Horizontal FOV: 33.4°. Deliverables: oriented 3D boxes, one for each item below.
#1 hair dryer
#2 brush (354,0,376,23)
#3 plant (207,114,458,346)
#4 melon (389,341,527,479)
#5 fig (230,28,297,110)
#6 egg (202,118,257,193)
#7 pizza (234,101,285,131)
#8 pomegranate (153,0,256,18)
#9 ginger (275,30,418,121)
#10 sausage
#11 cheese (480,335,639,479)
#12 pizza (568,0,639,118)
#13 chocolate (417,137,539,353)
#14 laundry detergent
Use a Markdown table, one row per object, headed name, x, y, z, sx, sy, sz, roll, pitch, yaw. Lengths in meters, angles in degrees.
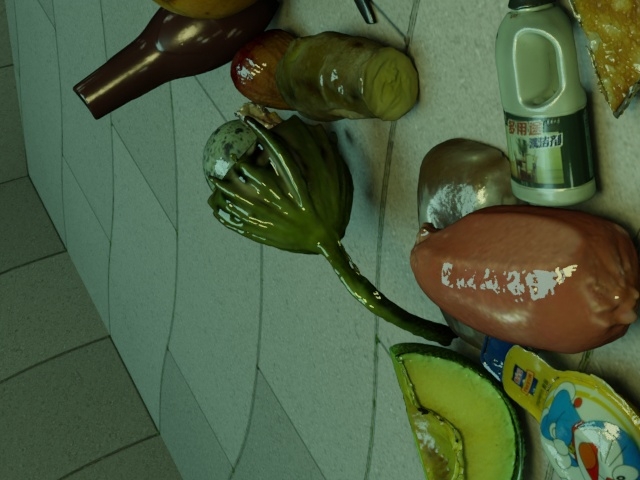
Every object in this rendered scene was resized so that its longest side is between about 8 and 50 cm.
| name | x | y | z | sx | sy | sz | roll | pitch | yaw |
| --- | --- | --- | --- | --- | --- | --- | --- | --- | --- |
| hair dryer | -0.203 | -0.280 | 1.627 | 0.123 | 0.312 | 0.340 | 56 | -179 | 0 |
| brush | 0.026 | -0.353 | 1.335 | 0.194 | 0.016 | 0.063 | 68 | 157 | 10 |
| plant | 0.018 | -0.026 | 1.315 | 0.333 | 0.251 | 0.180 | 38 | 112 | 40 |
| melon | 0.171 | 0.224 | 1.332 | 0.169 | 0.129 | 0.265 | -110 | 3 | -76 |
| fig | -0.058 | -0.226 | 1.522 | 0.153 | 0.119 | 0.119 | 52 | 163 | -20 |
| egg | -0.117 | -0.111 | 1.690 | 0.132 | 0.132 | 0.172 | 43 | 157 | 48 |
| pizza | -0.055 | -0.152 | 1.520 | 0.185 | 0.052 | 0.195 | 44 | -173 | 37 |
| pomegranate | -0.162 | -0.424 | 1.353 | 0.307 | 0.307 | 0.307 | 47 | 147 | 44 |
| ginger | 0.020 | -0.205 | 1.342 | 0.263 | 0.109 | 0.117 | 19 | 111 | 60 |
| sausage | 0.206 | 0.033 | 1.047 | 0.254 | 0.148 | 0.148 | 11 | 117 | 54 |
| cheese | 0.266 | 0.191 | 1.118 | 0.270 | 0.069 | 0.177 | 47 | 149 | 33 |
| pizza | 0.269 | -0.186 | 0.895 | 0.184 | 0.036 | 0.176 | 25 | 131 | 57 |
| chocolate | 0.166 | 0.018 | 1.218 | 0.157 | 0.080 | 0.254 | 25 | 130 | 59 |
| laundry detergent | 0.210 | -0.150 | 1.012 | 0.099 | 0.070 | 0.226 | -144 | 41 | -66 |
